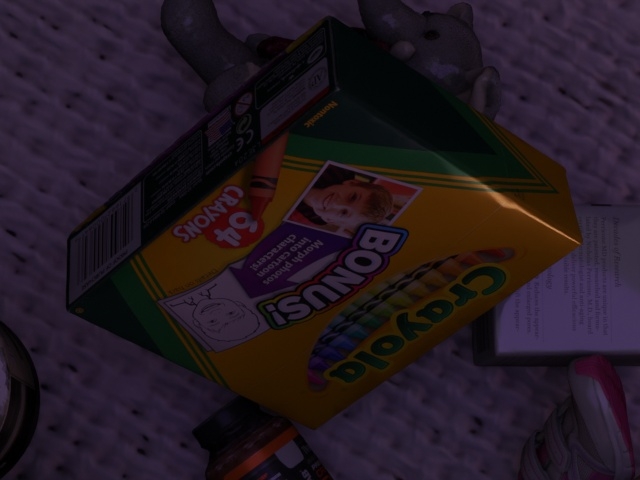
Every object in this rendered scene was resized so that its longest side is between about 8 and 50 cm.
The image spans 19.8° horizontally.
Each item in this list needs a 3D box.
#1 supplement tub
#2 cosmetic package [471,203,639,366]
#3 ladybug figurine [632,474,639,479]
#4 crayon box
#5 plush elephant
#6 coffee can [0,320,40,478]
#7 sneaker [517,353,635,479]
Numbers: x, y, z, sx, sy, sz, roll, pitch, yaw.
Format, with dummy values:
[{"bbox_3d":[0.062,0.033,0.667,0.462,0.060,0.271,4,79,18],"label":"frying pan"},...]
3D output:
[{"bbox_3d":[-0.043,0.248,1.824,0.106,0.106,0.198,-36,87,-7],"label":"supplement tub"},{"bbox_3d":[0.252,0.048,1.846,0.183,0.151,0.151,0,82,-5],"label":"cosmetic package"},{"bbox_3d":[0.372,0.436,1.710,0.305,0.162,0.449,-6,90,-35],"label":"ladybug figurine"},{"bbox_3d":[0.000,0.000,1.690,0.313,0.363,0.106,30,38,-33],"label":"crayon box"},{"bbox_3d":[0.045,-0.160,1.809,0.255,0.272,0.330,-40,116,6],"label":"plush elephant"},{"bbox_3d":[-0.378,0.144,1.728,0.201,0.275,0.201,0,82,-3],"label":"coffee can"},{"bbox_3d":[0.249,0.220,1.803,0.111,0.103,0.252,-4,125,5],"label":"sneaker"}]
